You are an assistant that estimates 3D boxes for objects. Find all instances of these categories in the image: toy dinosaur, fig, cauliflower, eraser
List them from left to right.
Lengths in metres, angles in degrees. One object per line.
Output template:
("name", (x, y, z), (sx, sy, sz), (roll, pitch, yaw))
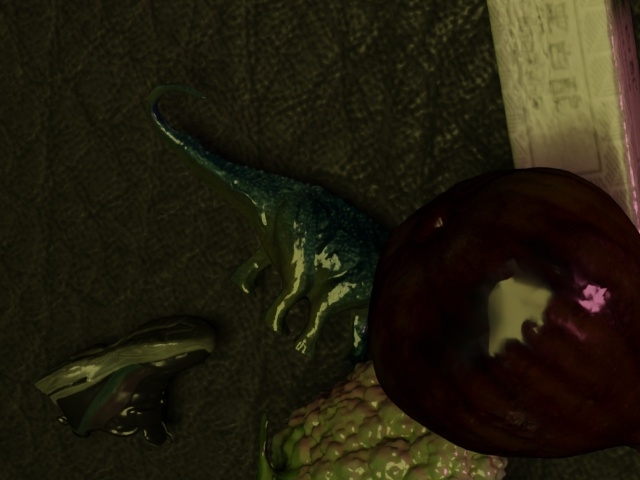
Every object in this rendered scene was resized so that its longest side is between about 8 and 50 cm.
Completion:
("toy dinosaur", (-0.002, 0.012, 1.618), (0.363, 0.076, 0.147), (29, 97, 2))
("cauliflower", (0.084, 0.216, 1.591), (0.315, 0.239, 0.256), (34, 131, -31))
("eraser", (0.183, -0.183, 1.517), (0.098, 0.096, 0.404), (-7, 100, 18))
("fig", (0.191, 0.086, 1.446), (0.321, 0.217, 0.217), (37, 110, -22))

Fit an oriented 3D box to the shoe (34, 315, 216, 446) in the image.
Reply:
("shoe", (-0.153, 0.128, 1.683), (0.169, 0.071, 0.099), (-19, 99, 21))
